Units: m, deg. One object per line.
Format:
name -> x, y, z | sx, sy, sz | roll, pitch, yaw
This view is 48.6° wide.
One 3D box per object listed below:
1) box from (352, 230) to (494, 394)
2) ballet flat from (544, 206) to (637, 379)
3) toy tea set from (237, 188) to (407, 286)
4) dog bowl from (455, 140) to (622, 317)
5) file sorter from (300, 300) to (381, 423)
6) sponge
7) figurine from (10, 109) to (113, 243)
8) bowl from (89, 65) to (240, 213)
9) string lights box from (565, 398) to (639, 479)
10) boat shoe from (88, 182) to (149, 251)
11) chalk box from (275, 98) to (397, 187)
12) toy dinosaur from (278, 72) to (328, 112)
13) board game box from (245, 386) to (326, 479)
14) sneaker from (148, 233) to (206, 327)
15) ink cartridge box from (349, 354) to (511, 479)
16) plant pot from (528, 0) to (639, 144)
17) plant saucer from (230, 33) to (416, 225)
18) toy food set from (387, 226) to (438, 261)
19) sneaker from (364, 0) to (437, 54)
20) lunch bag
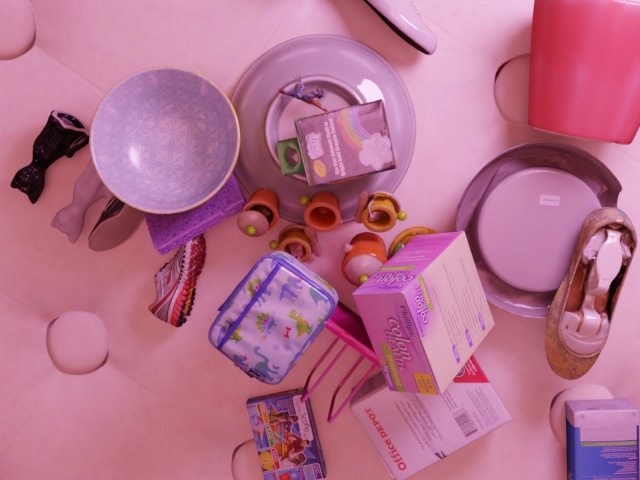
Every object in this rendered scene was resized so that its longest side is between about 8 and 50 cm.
box -> 0.202, 0.132, 1.344 | 0.117, 0.243, 0.213 | -6, 112, 41
ballet flat -> 0.511, 0.107, 1.339 | 0.123, 0.123, 0.348 | 14, 97, 2
toy tea set -> 0.000, 0.000, 1.424 | 0.336, 0.124, 0.200 | 4, 129, 5
dog bowl -> 0.439, -0.024, 1.438 | 0.349, 0.102, 0.348 | 0, 96, 3
file sorter -> -0.035, 0.200, 1.445 | 0.291, 0.202, 0.182 | 37, 99, -1
sponge -> -0.263, -0.067, 1.477 | 0.210, 0.031, 0.117 | -29, 57, 2
figurine -> -0.536, -0.126, 1.496 | 0.215, 0.092, 0.209 | 44, 106, 10
bowl -> -0.300, -0.191, 1.435 | 0.290, 0.156, 0.289 | 0, 87, -1
string lights box -> 0.593, 0.471, 1.493 | 0.134, 0.077, 0.259 | -3, 96, 5
boat shoe -> -0.427, -0.062, 1.526 | 0.206, 0.075, 0.065 | -45, 49, 12
chalk box -> 0.026, -0.176, 1.337 | 0.213, 0.132, 0.132 | -12, 96, 6
toy dinosaur -> -0.038, -0.279, 1.375 | 0.082, 0.047, 0.090 | -8, 107, 23
board game box -> -0.074, 0.433, 1.556 | 0.136, 0.035, 0.201 | -12, 95, 5
sneaker -> -0.309, 0.068, 1.508 | 0.093, 0.088, 0.225 | 17, 93, 10
ink cartridge box -> 0.223, 0.344, 1.486 | 0.273, 0.114, 0.197 | -31, 94, 6
plant pot -> 0.516, -0.317, 1.334 | 0.275, 0.275, 0.243 | 10, 105, 3
plant saucer -> -0.004, -0.224, 1.449 | 0.401, 0.100, 0.400 | 0, 96, 5
toy food set -> 0.198, 0.081, 1.481 | 0.128, 0.071, 0.217 | 11, 97, 3
sneaker -> 0.148, -0.500, 1.404 | 0.123, 0.106, 0.290 | -44, 90, 10
lunch bag -> -0.090, 0.139, 1.298 | 0.176, 0.090, 0.219 | 38, 101, 2
